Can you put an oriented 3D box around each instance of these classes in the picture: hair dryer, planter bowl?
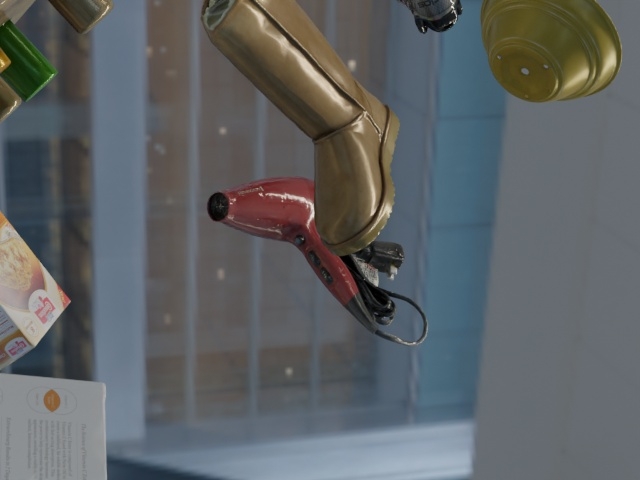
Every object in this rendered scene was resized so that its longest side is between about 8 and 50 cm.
[{"bbox_3d":[0.000,0.000,1.806,0.080,0.294,0.223,-60,-162,20],"label":"hair dryer"},{"bbox_3d":[0.302,-0.260,2.123,0.090,0.217,0.217,-52,172,-34],"label":"planter bowl"}]

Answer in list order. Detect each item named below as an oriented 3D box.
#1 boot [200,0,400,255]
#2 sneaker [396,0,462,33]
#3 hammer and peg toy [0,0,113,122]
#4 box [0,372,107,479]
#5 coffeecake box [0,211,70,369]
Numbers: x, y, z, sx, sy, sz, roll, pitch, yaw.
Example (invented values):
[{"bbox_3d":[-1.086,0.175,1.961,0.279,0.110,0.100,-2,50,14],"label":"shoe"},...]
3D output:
[{"bbox_3d":[-0.029,-0.143,1.619,0.089,0.269,0.236,-25,-143,28],"label":"boot"},{"bbox_3d":[0.125,-0.277,1.771,0.074,0.063,0.170,63,0,-11],"label":"sneaker"},{"bbox_3d":[-0.335,-0.102,1.193,0.127,0.266,0.361,48,-39,-9],"label":"hammer and peg toy"},{"bbox_3d":[-0.276,0.192,1.315,0.130,0.171,0.091,-100,-156,-45],"label":"box"},{"bbox_3d":[-0.388,0.040,1.751,0.185,0.068,0.142,54,18,-12],"label":"coffeecake box"}]
